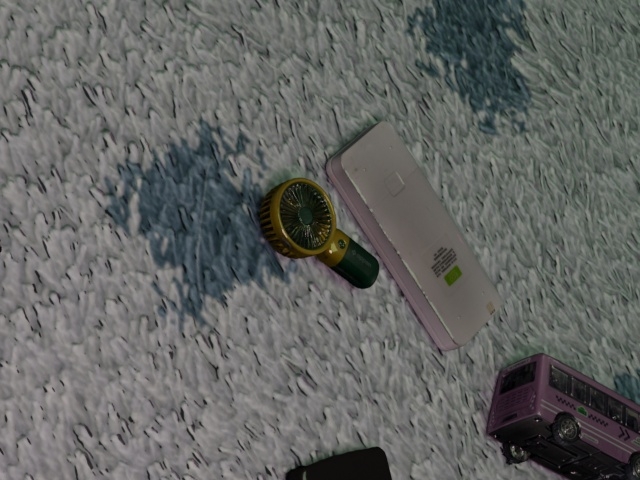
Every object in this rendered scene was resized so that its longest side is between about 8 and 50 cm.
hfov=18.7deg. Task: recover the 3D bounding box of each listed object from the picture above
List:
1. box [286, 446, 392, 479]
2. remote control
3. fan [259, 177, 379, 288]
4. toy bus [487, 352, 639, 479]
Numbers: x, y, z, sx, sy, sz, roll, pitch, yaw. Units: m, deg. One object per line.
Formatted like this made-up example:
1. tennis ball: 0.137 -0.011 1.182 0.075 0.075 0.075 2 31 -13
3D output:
1. box: 0.028 0.277 1.951 0.126 0.027 0.125 -9 84 -43
2. remote control: 0.103 -0.005 2.102 0.103 0.034 0.250 -43 103 -41
3. fan: 0.000 0.000 2.010 0.155 0.039 0.082 39 53 -26
4. toy bus: 0.285 0.208 2.144 0.199 0.096 0.108 28 54 -27
